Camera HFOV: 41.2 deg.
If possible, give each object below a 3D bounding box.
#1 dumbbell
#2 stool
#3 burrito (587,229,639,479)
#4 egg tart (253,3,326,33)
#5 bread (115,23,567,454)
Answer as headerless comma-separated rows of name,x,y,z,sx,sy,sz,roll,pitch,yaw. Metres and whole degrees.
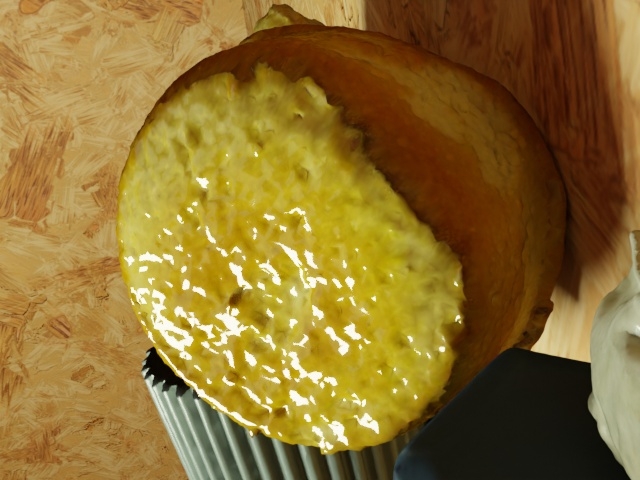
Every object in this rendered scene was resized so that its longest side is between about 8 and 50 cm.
dumbbell,0.112,0.194,0.466,0.316,0.144,0.156,86,169,-52
stool,-0.010,0.239,0.961,0.297,0.297,0.329,-125,19,-72
burrito,0.166,0.116,0.178,0.392,0.076,0.117,-118,16,-63
egg tart,0.033,-0.052,0.720,0.319,0.128,0.318,167,90,-85
bread,0.000,0.000,0.503,0.146,0.269,0.268,-25,-74,-58
